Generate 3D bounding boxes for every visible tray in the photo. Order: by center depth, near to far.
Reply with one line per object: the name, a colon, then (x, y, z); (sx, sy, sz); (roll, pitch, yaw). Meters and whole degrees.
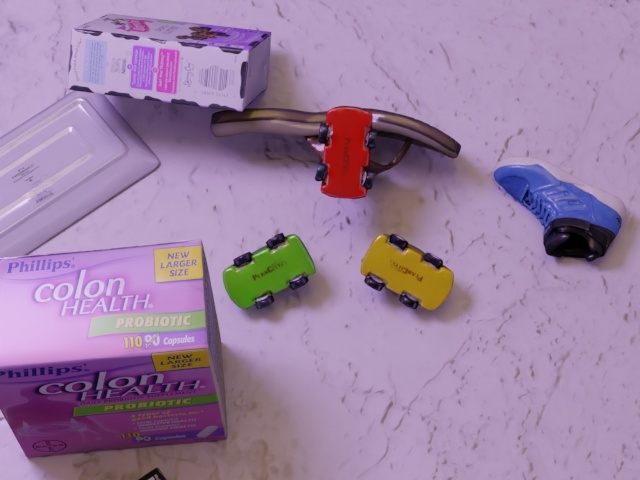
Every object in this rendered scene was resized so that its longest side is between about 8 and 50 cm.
tray: (-0.329, -0.067, 1.867); (0.270, 0.030, 0.145); (-35, 68, -15)

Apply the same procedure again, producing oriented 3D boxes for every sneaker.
sneaker: (0.248, -0.030, 1.812); (0.152, 0.058, 0.084); (25, 57, 7)

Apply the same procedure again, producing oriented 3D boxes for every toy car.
toy car: (0.000, 0.000, 1.784); (0.225, 0.053, 0.239); (-27, 95, 6)

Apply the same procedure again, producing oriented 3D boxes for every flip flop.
flip flop: (0.015, -0.104, 1.842); (0.277, 0.112, 0.080); (3, 89, 1)

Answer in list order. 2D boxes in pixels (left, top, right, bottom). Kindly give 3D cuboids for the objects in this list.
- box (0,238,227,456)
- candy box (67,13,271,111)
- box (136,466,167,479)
box: (-0.208, 0.112, 1.651); (0.214, 0.243, 0.117); (-5, 62, -1)
candy box: (-0.164, -0.200, 1.855); (0.196, 0.165, 0.070); (7, 105, 5)
box: (-0.183, 0.349, 1.639); (0.184, 0.045, 0.190); (-33, 65, -17)
